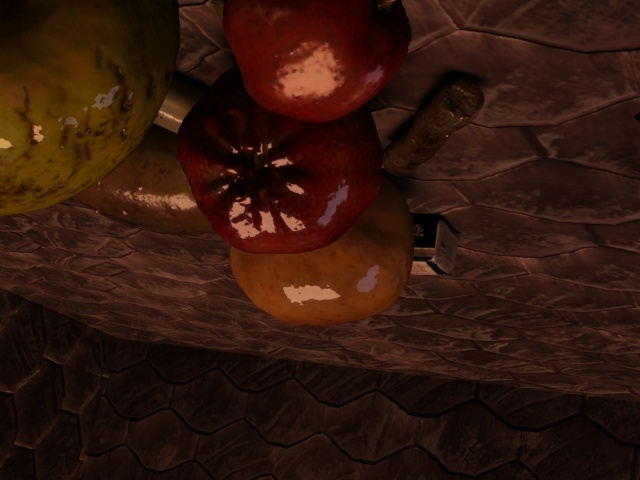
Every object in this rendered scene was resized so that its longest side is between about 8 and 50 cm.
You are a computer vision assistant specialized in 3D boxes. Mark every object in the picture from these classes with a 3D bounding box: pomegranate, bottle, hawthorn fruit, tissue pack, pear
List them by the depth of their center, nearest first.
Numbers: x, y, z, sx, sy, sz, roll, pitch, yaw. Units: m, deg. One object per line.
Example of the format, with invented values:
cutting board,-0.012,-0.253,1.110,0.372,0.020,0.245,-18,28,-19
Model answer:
pear,-0.319,-0.202,0.890,0.391,0.391,0.391,12,163,4
hawthorn fruit,0.008,-0.212,0.912,0.179,0.179,0.200,26,149,-36
hawthorn fruit,-0.041,-0.109,1.203,0.254,0.254,0.300,10,-170,10
bottle,-0.169,-0.174,1.324,0.201,0.072,0.072,24,160,-30
pomegranate,0.005,0.004,1.450,0.307,0.307,0.307,12,163,4
tissue pack,0.146,0.010,1.646,0.170,0.090,0.103,5,161,31

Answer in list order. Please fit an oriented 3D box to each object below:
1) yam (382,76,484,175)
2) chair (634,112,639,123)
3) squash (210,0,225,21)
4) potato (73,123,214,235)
yam,0.142,-0.142,1.220,0.061,0.061,0.253,16,164,-10
chair,0.478,-0.115,0.913,0.247,0.172,0.159,-41,140,13
squash,-0.064,-0.221,1.040,0.183,0.052,0.052,49,163,6
potato,-0.264,-0.105,1.445,0.307,0.173,0.210,15,165,1
